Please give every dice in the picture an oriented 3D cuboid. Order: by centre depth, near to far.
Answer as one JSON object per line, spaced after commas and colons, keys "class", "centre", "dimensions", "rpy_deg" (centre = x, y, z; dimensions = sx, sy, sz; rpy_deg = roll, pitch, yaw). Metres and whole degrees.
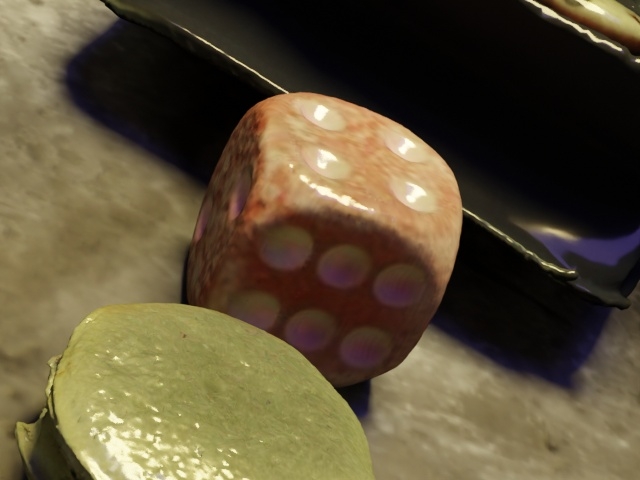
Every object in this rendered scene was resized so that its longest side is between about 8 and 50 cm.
{"class": "dice", "centre": [0.000, 0.000, 0.752], "dimensions": [0.093, 0.094, 0.091], "rpy_deg": [18, 30, -15]}

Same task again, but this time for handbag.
{"class": "handbag", "centre": [0.071, -0.129, 0.931], "dimensions": [0.303, 0.122, 0.329], "rpy_deg": [31, 22, 4]}

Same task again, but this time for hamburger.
{"class": "hamburger", "centre": [-0.041, 0.079, 0.627], "dimensions": [0.133, 0.062, 0.140], "rpy_deg": [22, 26, -15]}
